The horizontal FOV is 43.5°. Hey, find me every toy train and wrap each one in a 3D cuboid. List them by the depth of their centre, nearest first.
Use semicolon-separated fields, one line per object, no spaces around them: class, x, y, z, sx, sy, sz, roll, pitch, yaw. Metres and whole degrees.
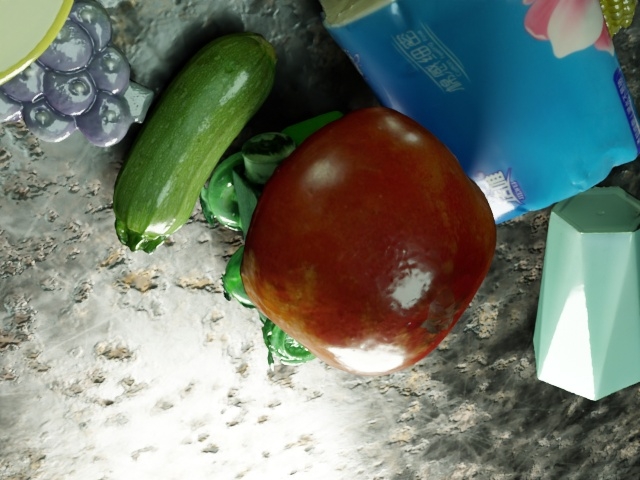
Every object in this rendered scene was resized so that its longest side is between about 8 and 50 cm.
toy train;0.000;0.000;0.765;0.188;0.132;0.243;-23;130;-19

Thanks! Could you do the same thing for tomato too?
tomato;0.057;0.022;0.640;0.200;0.139;0.233;-50;136;4

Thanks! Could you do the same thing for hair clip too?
hair clip;-0.221;-0.145;0.614;0.195;0.052;0.124;19;102;-26

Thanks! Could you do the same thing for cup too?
cup;0.333;0.061;0.969;0.134;0.148;0.236;-44;140;-39

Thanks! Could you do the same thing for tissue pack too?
tissue pack;0.145;-0.150;0.700;0.209;0.137;0.270;-22;134;19

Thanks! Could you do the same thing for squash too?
squash;-0.114;-0.084;0.684;0.077;0.068;0.219;28;107;-17

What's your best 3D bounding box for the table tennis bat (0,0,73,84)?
table tennis bat;-0.334;-0.165;0.527;0.368;0.054;0.224;-33;119;-3

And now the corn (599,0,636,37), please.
corn;0.222;-0.293;0.708;0.086;0.086;0.288;-33;128;-3
